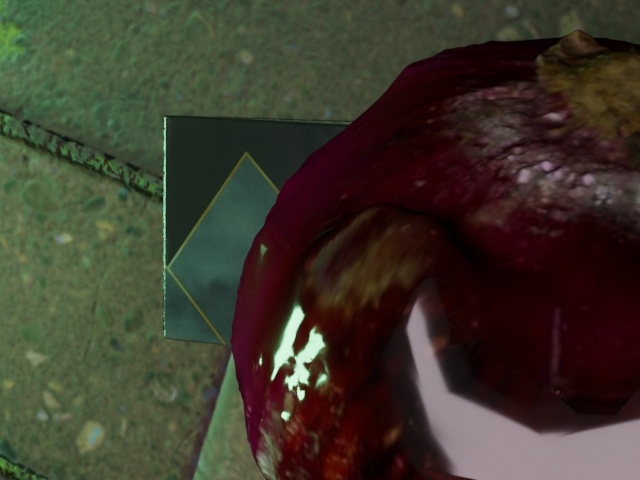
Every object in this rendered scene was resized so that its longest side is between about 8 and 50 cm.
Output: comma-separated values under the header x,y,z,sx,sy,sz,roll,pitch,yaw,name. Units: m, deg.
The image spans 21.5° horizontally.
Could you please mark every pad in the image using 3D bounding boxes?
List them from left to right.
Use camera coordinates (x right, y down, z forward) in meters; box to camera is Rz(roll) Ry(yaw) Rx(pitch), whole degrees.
x,y,z,sx,sy,sz,roll,pitch,yaw,name
0.000,0.000,1.138,0.243,0.004,0.164,4,100,22,pad

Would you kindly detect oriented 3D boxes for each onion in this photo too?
x,y,z,sx,sy,sz,roll,pitch,yaw,name
0.138,0.119,0.932,0.398,0.398,0.420,28,130,16,onion
